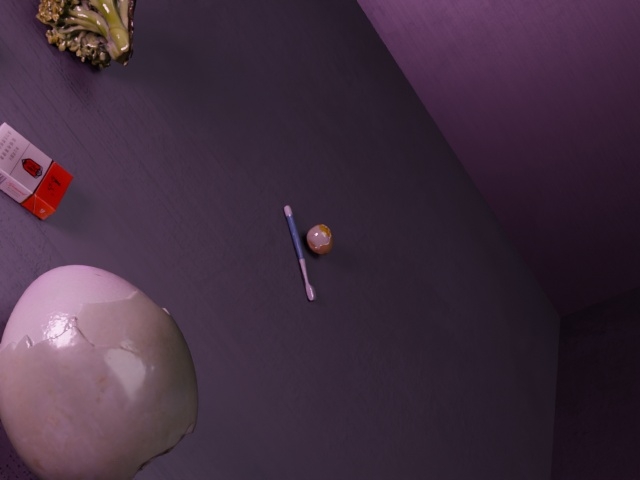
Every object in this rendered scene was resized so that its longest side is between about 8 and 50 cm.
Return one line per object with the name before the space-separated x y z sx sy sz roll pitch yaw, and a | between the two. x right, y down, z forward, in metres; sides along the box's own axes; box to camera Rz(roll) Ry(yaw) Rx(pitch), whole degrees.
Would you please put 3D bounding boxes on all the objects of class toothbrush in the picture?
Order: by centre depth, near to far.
toothbrush | -0.053 0.031 1.868 0.025 0.019 0.276 19 49 -56

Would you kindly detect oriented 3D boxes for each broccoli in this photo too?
broccoli | -0.483 -0.476 1.458 0.180 0.242 0.273 10 47 -28

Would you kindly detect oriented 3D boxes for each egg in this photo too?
egg | -0.334 0.193 1.042 0.278 0.278 0.336 -18 78 -60
egg | 0.000 0.000 1.924 0.071 0.071 0.083 -25 88 -60

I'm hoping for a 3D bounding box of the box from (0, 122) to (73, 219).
box | -0.523 -0.121 1.249 0.152 0.048 0.100 41 37 -28
